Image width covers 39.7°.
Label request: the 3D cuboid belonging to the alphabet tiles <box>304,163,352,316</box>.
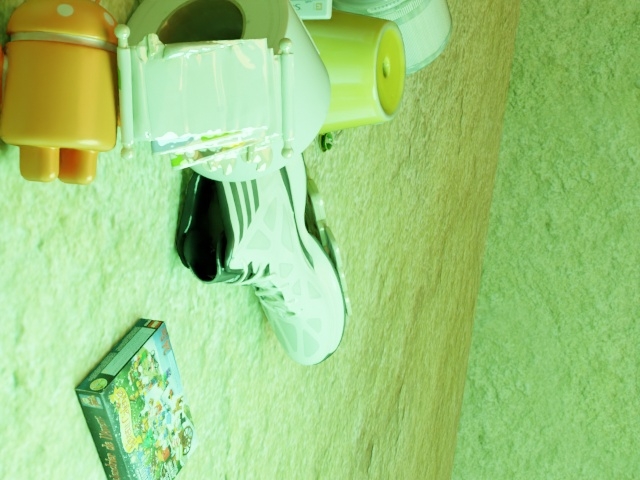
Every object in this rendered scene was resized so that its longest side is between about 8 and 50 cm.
[{"bbox_3d":[0.000,0.000,1.619,0.278,0.021,0.284,-114,-171,-52],"label":"alphabet tiles"}]

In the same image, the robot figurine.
[{"bbox_3d":[-0.284,-0.172,0.971,0.128,0.158,0.219,-53,148,-87],"label":"robot figurine"}]

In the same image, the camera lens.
[{"bbox_3d":[0.136,-0.480,1.770,0.274,0.219,0.219,56,45,-56],"label":"camera lens"}]

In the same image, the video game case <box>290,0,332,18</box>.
[{"bbox_3d":[-0.061,-0.440,1.375,0.022,0.173,0.190,-8,101,-69],"label":"video game case"}]

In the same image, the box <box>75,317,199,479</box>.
[{"bbox_3d":[-0.249,0.249,1.242,0.159,0.044,0.233,-55,142,-50],"label":"box"}]

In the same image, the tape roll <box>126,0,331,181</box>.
[{"bbox_3d":[-0.126,-0.223,1.182,0.169,0.246,0.246,51,49,-58],"label":"tape roll"}]

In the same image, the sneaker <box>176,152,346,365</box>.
[{"bbox_3d":[-0.114,0.053,1.424,0.257,0.169,0.447,-42,125,-46],"label":"sneaker"}]

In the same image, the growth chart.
[{"bbox_3d":[-0.124,-0.156,1.015,0.237,0.021,0.172,-6,115,-33],"label":"growth chart"}]

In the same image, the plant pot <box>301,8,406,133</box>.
[{"bbox_3d":[0.008,-0.286,1.489,0.254,0.239,0.254,4,90,-67],"label":"plant pot"}]

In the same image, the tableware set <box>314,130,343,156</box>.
[{"bbox_3d":[0.025,-0.241,1.810,0.154,0.024,0.104,-48,137,-54],"label":"tableware set"}]
